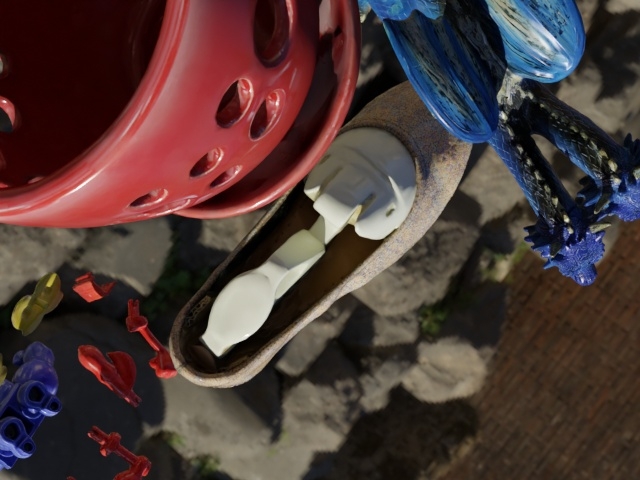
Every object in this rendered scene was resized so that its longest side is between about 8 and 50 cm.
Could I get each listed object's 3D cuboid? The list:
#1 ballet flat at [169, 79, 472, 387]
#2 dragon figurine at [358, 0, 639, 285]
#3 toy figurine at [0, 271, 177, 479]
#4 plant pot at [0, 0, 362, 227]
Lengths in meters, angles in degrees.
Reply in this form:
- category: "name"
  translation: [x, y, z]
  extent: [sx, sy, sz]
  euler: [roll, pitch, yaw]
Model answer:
- category: "ballet flat"
  translation: [0.000, 0.000, 0.825]
  extent: [0.316, 0.107, 0.106]
  euler: [-50, 170, 9]
- category: "dragon figurine"
  translation: [0.073, -0.104, 0.532]
  extent: [0.085, 0.144, 0.289]
  euler: [-38, 119, 3]
- category: "toy figurine"
  translation: [-0.302, 0.217, 1.016]
  extent: [0.217, 0.191, 0.363]
  euler: [-19, -142, 53]
- category: "plant pot"
  translation: [-0.088, -0.101, 0.497]
  extent: [0.191, 0.191, 0.174]
  euler: [-58, 157, 15]
